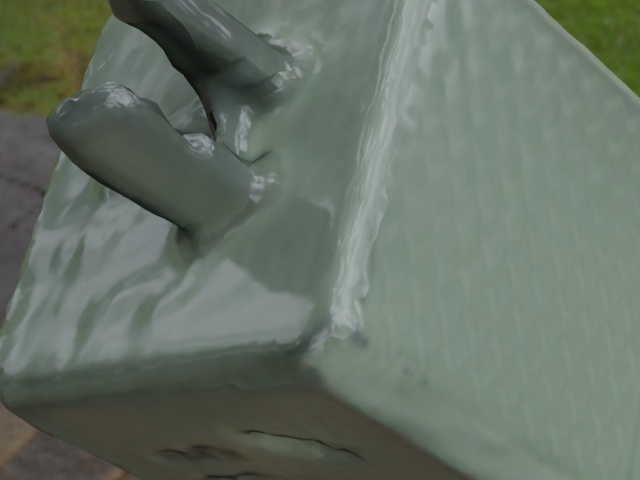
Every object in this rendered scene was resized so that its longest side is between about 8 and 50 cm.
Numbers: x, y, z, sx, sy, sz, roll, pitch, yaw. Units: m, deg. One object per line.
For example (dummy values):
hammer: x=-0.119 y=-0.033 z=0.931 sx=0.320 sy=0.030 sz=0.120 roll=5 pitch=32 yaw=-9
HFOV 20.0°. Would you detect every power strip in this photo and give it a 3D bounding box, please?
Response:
power strip: x=0.000 y=0.000 z=0.516 sx=0.140 sy=0.224 sz=0.139 roll=-9 pitch=57 yaw=44
